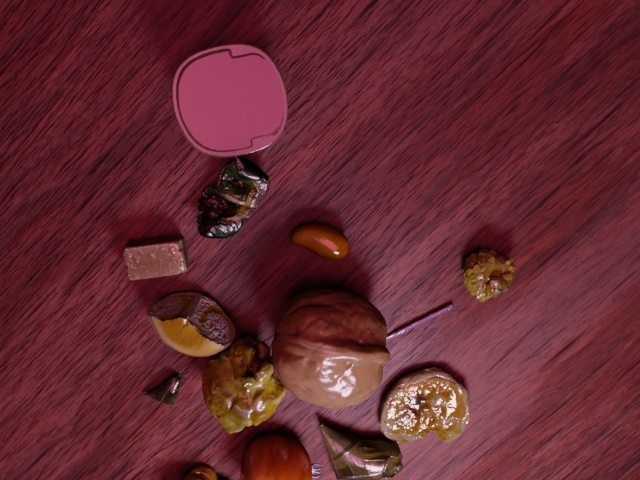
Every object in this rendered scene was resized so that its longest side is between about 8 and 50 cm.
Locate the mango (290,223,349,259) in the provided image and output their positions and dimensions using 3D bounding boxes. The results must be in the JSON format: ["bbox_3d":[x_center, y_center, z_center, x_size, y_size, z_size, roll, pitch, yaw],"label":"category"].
[{"bbox_3d":[0.000,0.000,1.636,0.184,0.085,0.102,18,109,-1],"label":"mango"}]

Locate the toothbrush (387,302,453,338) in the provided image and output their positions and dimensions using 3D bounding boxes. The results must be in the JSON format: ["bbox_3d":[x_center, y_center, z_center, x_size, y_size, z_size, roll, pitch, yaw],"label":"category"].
[{"bbox_3d":[0.289,0.302,1.785,0.354,0.029,0.024,-27,121,3],"label":"toothbrush"}]

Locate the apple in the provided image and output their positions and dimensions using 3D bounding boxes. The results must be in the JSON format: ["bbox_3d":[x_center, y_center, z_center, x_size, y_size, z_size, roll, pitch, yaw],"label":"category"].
[{"bbox_3d":[-0.151,0.789,1.782,0.242,0.241,0.242,-2,111,-5],"label":"apple"}]

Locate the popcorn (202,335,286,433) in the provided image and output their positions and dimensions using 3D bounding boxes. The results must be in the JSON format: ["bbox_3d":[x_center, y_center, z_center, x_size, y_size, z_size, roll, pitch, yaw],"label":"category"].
[{"bbox_3d":[-0.235,0.448,1.676,0.277,0.225,0.276,-3,111,-8],"label":"popcorn"}]

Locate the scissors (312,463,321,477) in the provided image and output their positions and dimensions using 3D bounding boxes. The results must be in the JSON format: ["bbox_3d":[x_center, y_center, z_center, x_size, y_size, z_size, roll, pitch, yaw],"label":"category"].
[{"bbox_3d":[-0.056,0.839,1.927,0.119,0.014,0.058,3,103,-10],"label":"scissors"}]

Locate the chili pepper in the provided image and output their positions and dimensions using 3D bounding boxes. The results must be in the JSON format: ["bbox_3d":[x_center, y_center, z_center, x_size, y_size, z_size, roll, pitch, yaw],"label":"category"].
[{"bbox_3d":[-0.265,-0.122,1.565,0.148,0.116,0.264,28,103,-25],"label":"chili pepper"}]

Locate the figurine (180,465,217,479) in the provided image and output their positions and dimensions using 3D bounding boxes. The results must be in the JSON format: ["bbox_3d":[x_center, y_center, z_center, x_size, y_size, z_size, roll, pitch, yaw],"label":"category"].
[{"bbox_3d":[-0.380,0.901,1.834,0.215,0.215,0.228,-31,131,4],"label":"figurine"}]

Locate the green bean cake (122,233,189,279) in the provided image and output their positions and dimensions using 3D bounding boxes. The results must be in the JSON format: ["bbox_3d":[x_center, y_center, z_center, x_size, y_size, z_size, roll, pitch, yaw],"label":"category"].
[{"bbox_3d":[-0.494,0.050,1.598,0.179,0.085,0.109,-6,107,-3],"label":"green bean cake"}]

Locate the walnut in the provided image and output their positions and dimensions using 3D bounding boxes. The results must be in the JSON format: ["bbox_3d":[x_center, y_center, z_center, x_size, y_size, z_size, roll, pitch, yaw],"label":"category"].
[{"bbox_3d":[0.028,0.324,1.615,0.382,0.381,0.381,-2,107,-5],"label":"walnut"}]

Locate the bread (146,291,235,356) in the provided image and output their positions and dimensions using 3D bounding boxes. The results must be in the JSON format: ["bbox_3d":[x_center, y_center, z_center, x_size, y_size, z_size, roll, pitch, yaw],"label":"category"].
[{"bbox_3d":[-0.408,0.264,1.649,0.261,0.158,0.156,40,119,-12],"label":"bread"}]

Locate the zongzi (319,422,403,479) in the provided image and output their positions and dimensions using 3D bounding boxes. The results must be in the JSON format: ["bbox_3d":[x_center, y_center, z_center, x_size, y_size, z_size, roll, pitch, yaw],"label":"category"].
[{"bbox_3d":[0.148,0.722,1.858,0.251,0.125,0.274,-18,102,1],"label":"zongzi"}]

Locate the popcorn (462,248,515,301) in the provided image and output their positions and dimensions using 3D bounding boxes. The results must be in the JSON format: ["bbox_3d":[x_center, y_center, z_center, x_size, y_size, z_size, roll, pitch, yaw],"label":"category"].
[{"bbox_3d":[0.544,0.106,1.704,0.174,0.142,0.173,-1,86,8],"label":"popcorn"}]

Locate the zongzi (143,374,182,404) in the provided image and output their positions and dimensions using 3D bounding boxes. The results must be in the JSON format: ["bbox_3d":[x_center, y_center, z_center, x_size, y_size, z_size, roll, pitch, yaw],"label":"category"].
[{"bbox_3d":[-0.522,0.483,1.754,0.113,0.052,0.104,17,97,3],"label":"zongzi"}]

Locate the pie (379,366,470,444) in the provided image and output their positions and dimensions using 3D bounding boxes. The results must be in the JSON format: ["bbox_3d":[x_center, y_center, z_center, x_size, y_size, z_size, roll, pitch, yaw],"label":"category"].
[{"bbox_3d":[0.363,0.592,1.860,0.338,0.075,0.337,-1,108,-3],"label":"pie"}]

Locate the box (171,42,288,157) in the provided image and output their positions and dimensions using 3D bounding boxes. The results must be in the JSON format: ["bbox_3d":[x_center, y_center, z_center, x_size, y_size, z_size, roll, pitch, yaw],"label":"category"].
[{"bbox_3d":[-0.233,-0.378,1.424,0.301,0.216,0.300,-1,108,-3],"label":"box"}]
